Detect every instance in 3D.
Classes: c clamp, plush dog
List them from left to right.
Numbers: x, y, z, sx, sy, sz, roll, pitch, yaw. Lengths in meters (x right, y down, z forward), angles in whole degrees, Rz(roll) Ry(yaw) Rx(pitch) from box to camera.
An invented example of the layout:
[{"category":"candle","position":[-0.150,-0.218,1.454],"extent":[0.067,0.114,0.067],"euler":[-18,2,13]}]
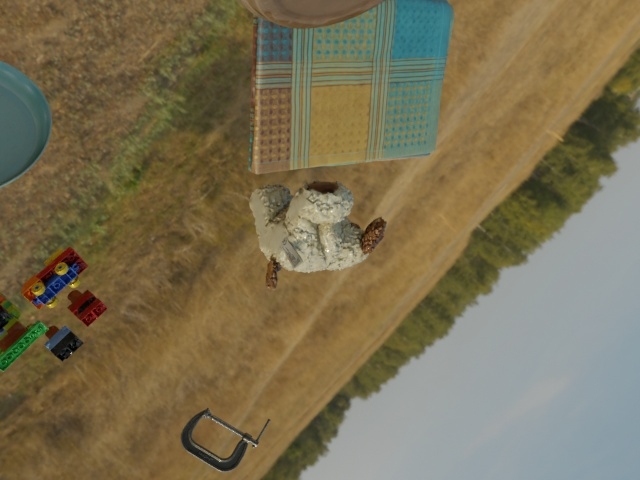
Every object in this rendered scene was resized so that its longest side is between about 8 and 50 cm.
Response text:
[{"category":"c clamp","position":[-0.207,0.411,1.293],"extent":[0.022,0.161,0.137],"euler":[121,-6,-72]},{"category":"plush dog","position":[0.000,0.000,1.196],"extent":[0.226,0.210,0.263],"euler":[9,175,-37]}]

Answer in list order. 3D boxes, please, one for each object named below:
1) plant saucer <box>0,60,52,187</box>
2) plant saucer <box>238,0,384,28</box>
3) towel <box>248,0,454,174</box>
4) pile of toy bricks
[{"category":"plant saucer","position":[-0.616,-0.188,1.010],"extent":[0.318,0.317,0.043],"euler":[-39,167,-33]},{"category":"plant saucer","position":[0.025,-0.341,0.726],"extent":[0.278,0.041,0.278],"euler":[-20,168,-4]},{"category":"towel","position":[0.055,-0.251,0.969],"extent":[0.370,0.040,0.271],"euler":[-11,118,-32]},{"category":"pile of toy bricks","position":[-0.356,0.093,0.682],"extent":[0.212,0.105,0.118],"euler":[-46,142,-21]}]
